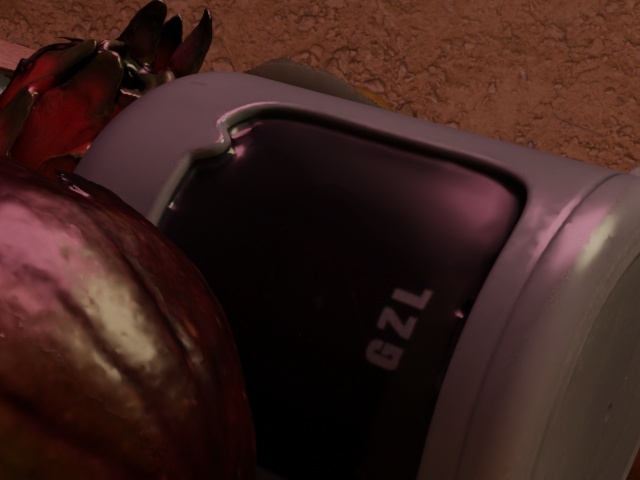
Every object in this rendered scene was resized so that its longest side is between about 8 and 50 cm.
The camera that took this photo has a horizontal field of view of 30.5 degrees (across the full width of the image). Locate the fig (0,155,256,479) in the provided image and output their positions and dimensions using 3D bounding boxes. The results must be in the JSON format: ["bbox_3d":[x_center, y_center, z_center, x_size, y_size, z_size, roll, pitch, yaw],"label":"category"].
[{"bbox_3d":[-0.091,0.080,0.452,0.249,0.186,0.204,26,-2,16],"label":"fig"}]

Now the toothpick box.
[{"bbox_3d":[0.005,0.038,0.683,0.354,0.263,0.263,20,10,29],"label":"toothpick box"}]

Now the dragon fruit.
[{"bbox_3d":[-0.175,-0.072,0.941,0.193,0.274,0.192,9,40,-10],"label":"dragon fruit"}]

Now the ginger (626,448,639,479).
[{"bbox_3d":[0.249,0.082,0.894,0.223,0.200,0.269,-13,4,2],"label":"ginger"}]

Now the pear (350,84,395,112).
[{"bbox_3d":[-0.018,-0.065,1.252,0.211,0.228,0.188,-7,51,-6],"label":"pear"}]

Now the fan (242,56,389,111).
[{"bbox_3d":[0.000,0.001,0.849,0.190,0.329,0.009,31,56,14],"label":"fan"}]

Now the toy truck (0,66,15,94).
[{"bbox_3d":[-0.345,-0.114,1.197,0.305,0.136,0.162,14,1,-2],"label":"toy truck"}]
